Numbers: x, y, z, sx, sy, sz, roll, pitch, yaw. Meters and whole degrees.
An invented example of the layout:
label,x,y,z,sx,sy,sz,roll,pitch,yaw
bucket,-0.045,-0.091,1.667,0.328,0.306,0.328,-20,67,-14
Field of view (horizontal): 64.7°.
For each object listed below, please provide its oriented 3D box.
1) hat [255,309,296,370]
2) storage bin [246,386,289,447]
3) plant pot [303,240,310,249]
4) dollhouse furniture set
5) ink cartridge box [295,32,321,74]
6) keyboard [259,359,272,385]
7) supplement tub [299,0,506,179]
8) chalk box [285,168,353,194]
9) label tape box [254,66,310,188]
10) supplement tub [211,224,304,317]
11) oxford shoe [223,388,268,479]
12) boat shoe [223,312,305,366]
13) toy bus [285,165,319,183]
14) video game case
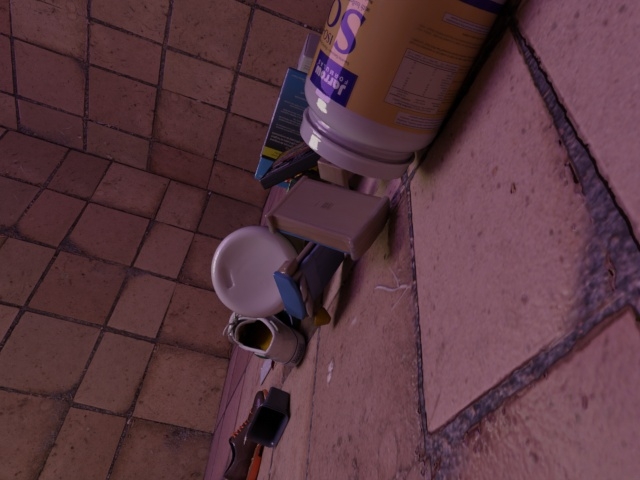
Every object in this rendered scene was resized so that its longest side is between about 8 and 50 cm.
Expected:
label,x,y,z,sx,sy,sz,roll,pitch,yaw
hat,-0.109,0.308,1.583,0.208,0.183,0.173,-4,61,37
storage bin,-0.136,0.456,1.329,0.091,0.098,0.135,-72,4,-64
plant pot,0.000,0.000,1.379,0.079,0.083,0.083,-69,1,-65
dollhouse furniture set,0.059,0.013,1.080,0.286,0.198,0.304,-50,-35,-33
ink cartridge box,0.009,-0.561,1.805,0.289,0.210,0.122,124,158,-60
keyboard,-0.174,0.416,1.755,0.072,0.014,0.256,-84,15,-45
supplement tub,0.115,-0.291,0.802,0.241,0.240,0.332,-90,20,-57
chalk box,-0.020,-0.081,1.269,0.132,0.132,0.213,-68,-9,23
label tape box,-0.039,-0.330,1.586,0.115,0.248,0.348,-103,32,-68
supplement tub,-0.145,0.074,1.409,0.325,0.235,0.236,-16,-56,-82
oxford shoe,-0.214,0.571,1.494,0.097,0.098,0.272,126,158,-59
boat shoe,-0.202,0.252,1.425,0.367,0.156,0.136,18,82,55
toy bus,-0.024,-0.197,1.465,0.191,0.202,0.105,-140,68,-72
video game case,-0.011,-0.240,1.331,0.274,0.035,0.248,-23,20,19
